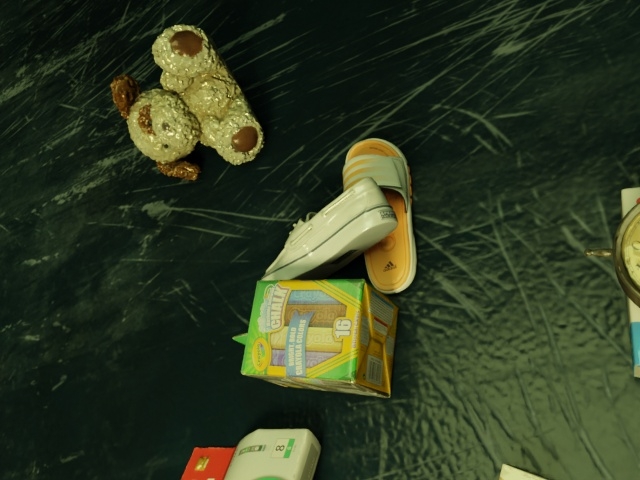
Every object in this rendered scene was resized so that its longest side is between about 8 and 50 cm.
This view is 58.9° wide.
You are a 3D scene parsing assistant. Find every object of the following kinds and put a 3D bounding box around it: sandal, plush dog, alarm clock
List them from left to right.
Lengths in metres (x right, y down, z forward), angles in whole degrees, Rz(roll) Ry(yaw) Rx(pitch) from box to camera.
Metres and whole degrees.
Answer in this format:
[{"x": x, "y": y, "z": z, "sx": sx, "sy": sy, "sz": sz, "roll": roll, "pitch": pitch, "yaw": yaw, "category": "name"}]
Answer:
[{"x": -0.254, "y": -0.242, "z": 1.056, "sx": 0.225, "sy": 0.263, "sz": 0.211, "roll": -30, "pitch": 23, "yaw": 4, "category": "plush dog"}, {"x": 0.086, "y": -0.055, "z": 0.839, "sx": 0.101, "sy": 0.076, "sz": 0.266, "roll": -20, "pitch": 60, "yaw": 21, "category": "sandal"}, {"x": 0.369, "y": 0.028, "z": 0.540, "sx": 0.129, "sy": 0.064, "sz": 0.192, "roll": -49, "pitch": 51, "yaw": 3, "category": "alarm clock"}]

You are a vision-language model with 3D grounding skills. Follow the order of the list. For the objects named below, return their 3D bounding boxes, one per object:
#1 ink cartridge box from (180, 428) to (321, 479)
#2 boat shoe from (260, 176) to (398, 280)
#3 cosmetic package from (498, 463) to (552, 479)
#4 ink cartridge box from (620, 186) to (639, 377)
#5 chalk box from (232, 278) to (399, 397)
[{"x": -0.125, "y": 0.341, "z": 0.755, "sx": 0.224, "sy": 0.056, "sz": 0.181, "roll": -9, "pitch": 36, "yaw": 25, "category": "ink cartridge box"}, {"x": 0.000, "y": 0.000, "z": 0.826, "sx": 0.258, "sy": 0.095, "sz": 0.084, "roll": -33, "pitch": 69, "yaw": 31, "category": "boat shoe"}, {"x": 0.218, "y": 0.313, "z": 0.622, "sx": 0.060, "sy": 0.041, "sz": 0.115, "roll": 9, "pitch": 74, "yaw": 32, "category": "cosmetic package"}, {"x": 0.408, "y": 0.041, "z": 0.605, "sx": 0.148, "sy": 0.086, "sz": 0.203, "roll": -5, "pitch": 67, "yaw": 28, "category": "ink cartridge box"}, {"x": -0.017, "y": 0.133, "z": 0.782, "sx": 0.212, "sy": 0.132, "sz": 0.132, "roll": -1, "pitch": 69, "yaw": 28, "category": "chalk box"}]
